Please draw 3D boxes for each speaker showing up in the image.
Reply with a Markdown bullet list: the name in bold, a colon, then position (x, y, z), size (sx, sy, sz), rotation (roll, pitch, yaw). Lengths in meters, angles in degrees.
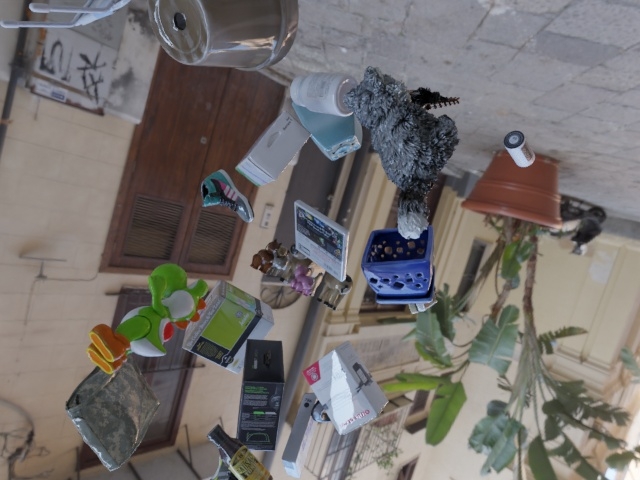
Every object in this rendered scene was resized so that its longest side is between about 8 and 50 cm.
- **speaker**: position (0.564, -0.257, 1.151), size (0.055, 0.055, 0.136), rotation (21, 179, 41)

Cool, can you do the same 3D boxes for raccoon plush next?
- **raccoon plush**: position (0.192, -0.262, 1.068), size (0.299, 0.216, 0.446), rotation (30, -136, -20)

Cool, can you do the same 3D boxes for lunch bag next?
- **lunch bag**: position (-0.665, 0.542, 1.286), size (0.169, 0.235, 0.287), rotation (-24, -167, 3)

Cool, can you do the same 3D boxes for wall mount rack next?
- **wall mount rack**: position (-0.607, -0.610, 1.015), size (0.350, 0.304, 0.130), rotation (10, 157, 38)

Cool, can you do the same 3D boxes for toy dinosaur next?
- **toy dinosaur**: position (0.295, -0.436, 1.311), size (0.164, 0.322, 0.218), rotation (59, -179, -32)

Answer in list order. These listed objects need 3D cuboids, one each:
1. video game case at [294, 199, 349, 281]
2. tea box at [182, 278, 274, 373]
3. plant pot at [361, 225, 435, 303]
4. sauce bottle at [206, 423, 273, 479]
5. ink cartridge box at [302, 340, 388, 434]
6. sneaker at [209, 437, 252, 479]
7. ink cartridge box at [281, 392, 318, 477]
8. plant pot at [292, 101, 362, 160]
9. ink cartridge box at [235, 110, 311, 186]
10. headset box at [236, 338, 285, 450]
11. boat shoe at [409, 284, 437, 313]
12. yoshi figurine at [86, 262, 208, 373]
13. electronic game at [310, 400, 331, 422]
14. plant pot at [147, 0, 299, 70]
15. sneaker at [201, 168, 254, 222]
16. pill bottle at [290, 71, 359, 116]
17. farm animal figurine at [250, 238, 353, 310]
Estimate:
- **video game case**: position (0.000, 0.000, 1.107), size (0.022, 0.173, 0.190), rotation (-32, -130, -32)
- **tea box**: position (-0.462, 0.430, 2.056), size (0.324, 0.329, 0.220), rotation (34, -173, -19)
- **plant pot**: position (0.294, 0.098, 1.457), size (0.236, 0.212, 0.236), rotation (-5, -148, 20)
- **sauce bottle**: position (-0.133, 0.355, 0.659), size (0.128, 0.042, 0.042), rotation (45, -173, 1)
- **ink cartridge box**: position (0.050, 0.305, 0.846), size (0.150, 0.109, 0.063), rotation (56, -152, 14)
- **sneaker**: position (-0.307, 0.821, 1.396), size (0.111, 0.299, 0.121), rotation (25, 179, -31)
- **ink cartridge box**: position (-0.062, 0.755, 1.648), size (0.065, 0.165, 0.332), rotation (9, -137, 17)
- **plant pot**: position (0.060, -0.509, 1.808), size (0.247, 0.252, 0.248), rotation (-24, 165, 11)
- **ink cartridge box**: position (-0.169, -0.301, 1.383), size (0.117, 0.201, 0.278), rotation (39, 171, -17)
- **headset box**: position (-0.201, 0.500, 1.366), size (0.131, 0.283, 0.246), rotation (6, -164, -9)
- **boat shoe**: position (0.405, 0.200, 1.602), size (0.103, 0.113, 0.302), rotation (-17, -168, 17)
- **yoshi figurine**: position (-0.500, 0.192, 1.179), size (0.204, 0.203, 0.362), rotation (9, -149, 31)
- **electronic game**: position (0.068, 0.628, 1.577), size (0.229, 0.229, 0.048), rotation (12, -149, -39)
- **plant pot**: position (-0.260, -0.577, 1.028), size (0.323, 0.323, 0.280), rotation (19, -140, 22)
- **sneaker**: position (-0.450, -0.182, 1.873), size (0.178, 0.124, 0.295), rotation (-32, -100, -36)
- **pill bottle**: position (0.010, -0.498, 1.376), size (0.229, 0.131, 0.131), rotation (24, -171, 40)
- **farm animal figurine**: position (-0.041, 0.084, 1.338), size (0.330, 0.172, 0.327), rotation (26, 174, 9)
